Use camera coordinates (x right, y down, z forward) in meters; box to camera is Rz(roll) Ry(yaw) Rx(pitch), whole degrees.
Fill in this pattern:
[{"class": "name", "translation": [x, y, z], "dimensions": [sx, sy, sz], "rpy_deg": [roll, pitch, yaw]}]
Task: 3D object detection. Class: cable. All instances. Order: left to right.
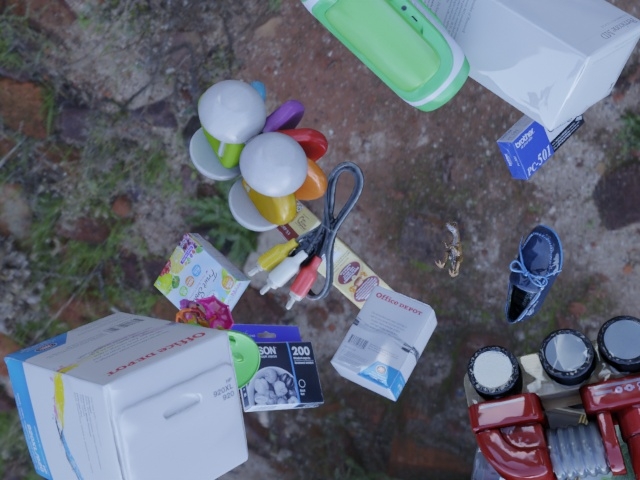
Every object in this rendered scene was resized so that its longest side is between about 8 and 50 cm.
[{"class": "cable", "translation": [0.000, 0.000, 1.329], "dimensions": [0.139, 0.072, 0.287], "rpy_deg": [40, 109, 7]}]

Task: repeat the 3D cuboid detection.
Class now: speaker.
[{"class": "speaker", "translation": [0.100, -0.339, 1.178], "dimensions": [0.296, 0.131, 0.131], "rpy_deg": [38, 130, -24]}]

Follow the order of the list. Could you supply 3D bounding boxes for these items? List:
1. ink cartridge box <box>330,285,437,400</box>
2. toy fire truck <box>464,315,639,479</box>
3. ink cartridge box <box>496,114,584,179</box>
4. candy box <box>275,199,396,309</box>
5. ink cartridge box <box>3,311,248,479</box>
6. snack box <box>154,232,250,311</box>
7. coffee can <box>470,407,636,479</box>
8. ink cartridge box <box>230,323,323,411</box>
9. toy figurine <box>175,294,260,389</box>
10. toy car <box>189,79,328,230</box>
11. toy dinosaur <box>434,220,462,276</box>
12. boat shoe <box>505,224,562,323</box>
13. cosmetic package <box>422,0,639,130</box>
[{"class": "ink cartridge box", "translation": [0.132, 0.207, 1.518], "dimensions": [0.140, 0.190, 0.082], "rpy_deg": [21, 157, 28]}, {"class": "toy fire truck", "translation": [0.287, 0.236, 0.799], "dimensions": [0.217, 0.246, 0.158], "rpy_deg": [-16, 146, 16]}, {"class": "ink cartridge box", "translation": [0.466, -0.229, 1.568], "dimensions": [0.046, 0.207, 0.097], "rpy_deg": [17, 143, 56]}, {"class": "candy box", "translation": [0.042, 0.051, 1.687], "dimensions": [0.087, 0.183, 0.316], "rpy_deg": [-46, 117, 2]}, {"class": "ink cartridge box", "translation": [-0.233, 0.201, 0.903], "dimensions": [0.233, 0.171, 0.168], "rpy_deg": [2, 106, 44]}, {"class": "snack box", "translation": [-0.307, 0.108, 1.926], "dimensions": [0.207, 0.070, 0.174], "rpy_deg": [39, 106, 21]}, {"class": "coffee can", "translation": [0.353, 0.325, 0.964], "dimensions": [0.275, 0.201, 0.201], "rpy_deg": [6, 131, 26]}, {"class": "ink cartridge box", "translation": [-0.101, 0.283, 1.709], "dimensions": [0.206, 0.208, 0.045], "rpy_deg": [6, 149, -39]}, {"class": "toy figurine", "translation": [-0.196, 0.148, 1.237], "dimensions": [0.130, 0.159, 0.173], "rpy_deg": [-46, 123, 9]}, {"class": "toy car", "translation": [-0.064, -0.111, 0.878], "dimensions": [0.182, 0.136, 0.159], "rpy_deg": [52, 157, 7]}, {"class": "toy dinosaur", "translation": [0.348, 0.049, 1.921], "dimensions": [0.064, 0.112, 0.211], "rpy_deg": [17, 136, 28]}, {"class": "boat shoe", "translation": [0.468, 0.089, 1.643], "dimensions": [0.109, 0.089, 0.258], "rpy_deg": [28, 135, 37]}, {"class": "cosmetic package", "translation": [0.328, -0.370, 1.277], "dimensions": [0.365, 0.197, 0.155], "rpy_deg": [39, 141, 24]}]
